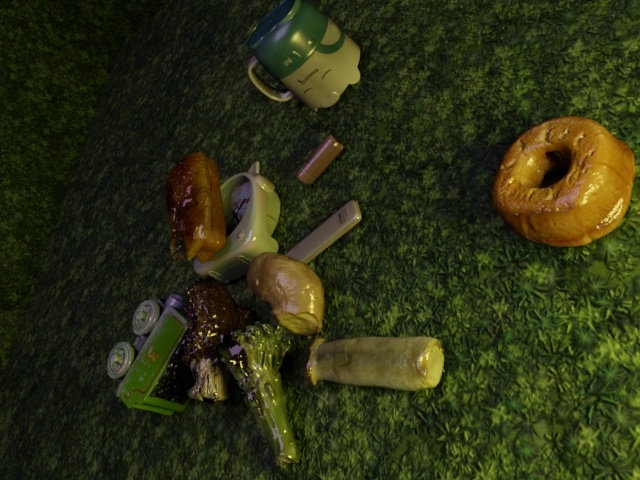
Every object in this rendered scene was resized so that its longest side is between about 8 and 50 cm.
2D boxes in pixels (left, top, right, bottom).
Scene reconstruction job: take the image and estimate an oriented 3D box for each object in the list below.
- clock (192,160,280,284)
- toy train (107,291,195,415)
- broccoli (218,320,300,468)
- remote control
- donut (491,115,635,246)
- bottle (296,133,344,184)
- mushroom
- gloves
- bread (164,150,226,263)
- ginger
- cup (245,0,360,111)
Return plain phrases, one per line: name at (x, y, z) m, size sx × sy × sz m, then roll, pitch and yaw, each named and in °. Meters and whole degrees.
clock at (-0.217, -0.058, 1.753) m, size 0.265 × 0.109 × 0.323 m, roll -26°, pitch 47°, yaw 39°
toy train at (-0.405, 0.299, 1.679) m, size 0.249 × 0.173 × 0.307 m, roll 30°, pitch 88°, yaw 45°
broccoli at (-0.105, 0.322, 1.346) m, size 0.146 × 0.164 × 0.303 m, roll -20°, pitch 58°, yaw -1°
remote control at (0.000, 0.000, 1.529) m, size 0.261 × 0.029 × 0.067 m, roll -39°, pitch 41°, yaw 28°
donut at (0.393, -0.096, 1.063) m, size 0.227 × 0.114 × 0.226 m, roll -31°, pitch 43°, yaw 33°
bottle at (-0.002, -0.205, 1.651) m, size 0.140 × 0.053 × 0.053 m, roll -48°, pitch 38°, yaw 16°
mushroom at (0.090, 0.230, 1.218) m, size 0.312 × 0.081 × 0.099 m, roll -8°, pitch 62°, yaw 42°
gloves at (-0.245, 0.227, 1.512) m, size 0.135 × 0.210 × 0.312 m, roll -11°, pitch 76°, yaw 23°
bread at (-0.349, -0.076, 1.741) m, size 0.185 × 0.109 × 0.380 m, roll -41°, pitch 40°, yaw 23°
ginger at (-0.077, 0.107, 1.450) m, size 0.152 × 0.138 × 0.267 m, roll -54°, pitch 42°, yaw 13°
cup at (-0.064, -0.497, 1.769) m, size 0.290 × 0.258 × 0.219 m, roll -29°, pitch 40°, yaw 34°
